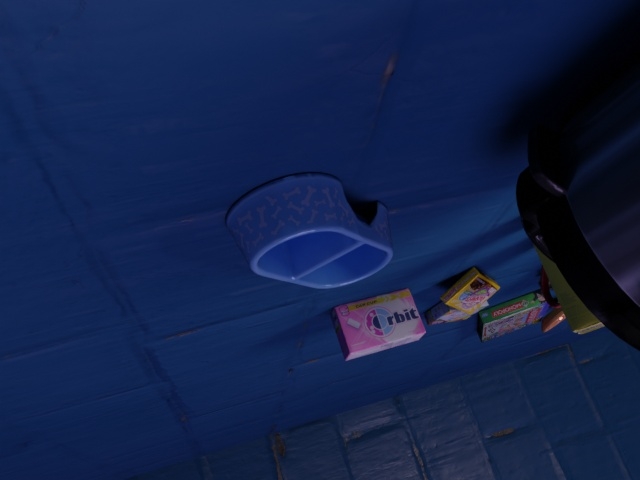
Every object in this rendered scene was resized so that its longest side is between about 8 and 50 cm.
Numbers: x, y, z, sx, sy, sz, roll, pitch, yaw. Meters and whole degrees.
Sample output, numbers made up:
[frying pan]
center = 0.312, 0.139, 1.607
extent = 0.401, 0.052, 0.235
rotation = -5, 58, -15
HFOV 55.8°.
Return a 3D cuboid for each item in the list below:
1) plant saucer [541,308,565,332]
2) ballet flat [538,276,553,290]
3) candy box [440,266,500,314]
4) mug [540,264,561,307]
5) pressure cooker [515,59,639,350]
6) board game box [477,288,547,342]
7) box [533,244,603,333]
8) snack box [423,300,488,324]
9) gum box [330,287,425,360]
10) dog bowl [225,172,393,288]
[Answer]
[plant saucer]
center = 0.807, 0.230, 2.000
extent = 0.200, 0.037, 0.200
rotation = -31, 157, -14
[ballet flat]
center = 0.599, 0.085, 1.532
extent = 0.070, 0.070, 0.188
rotation = -17, 155, -4
[candy box]
center = 0.359, 0.123, 1.435
extent = 0.105, 0.027, 0.206
rotation = -43, 151, 14
[mug]
center = 0.517, 0.057, 1.258
extent = 0.150, 0.169, 0.113
rotation = -28, 156, 22
[pressure cooker]
center = 0.474, -0.054, 0.716
extent = 0.375, 0.370, 0.420
rotation = -23, 165, -38
[board game box]
center = 0.606, 0.243, 1.918
extent = 0.213, 0.046, 0.317
rotation = -21, 157, 7
[box]
center = 0.450, 0.053, 1.113
extent = 0.058, 0.232, 0.087
rotation = -27, 155, 26
[snack box]
center = 0.357, 0.182, 1.592
extent = 0.141, 0.037, 0.100
rotation = -4, 152, -32
[gum box]
center = 0.129, 0.181, 1.321
extent = 0.188, 0.107, 0.062
rotation = -13, 157, -14
[dog bowl]
center = 0.000, 0.000, 0.850
extent = 0.166, 0.074, 0.297
rotation = -29, 156, 23
